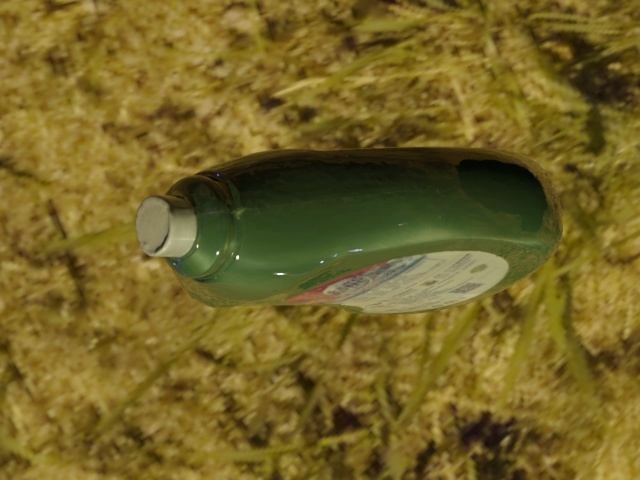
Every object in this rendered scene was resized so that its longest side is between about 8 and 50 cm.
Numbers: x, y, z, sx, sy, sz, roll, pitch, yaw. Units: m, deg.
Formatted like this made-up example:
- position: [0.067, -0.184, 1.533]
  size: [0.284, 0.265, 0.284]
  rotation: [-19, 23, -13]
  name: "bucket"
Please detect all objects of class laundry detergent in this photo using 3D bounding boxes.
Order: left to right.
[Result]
- position: [0.000, 0.000, 0.649]
  size: [0.137, 0.211, 0.063]
  rotation: [-21, 76, 41]
  name: "laundry detergent"
